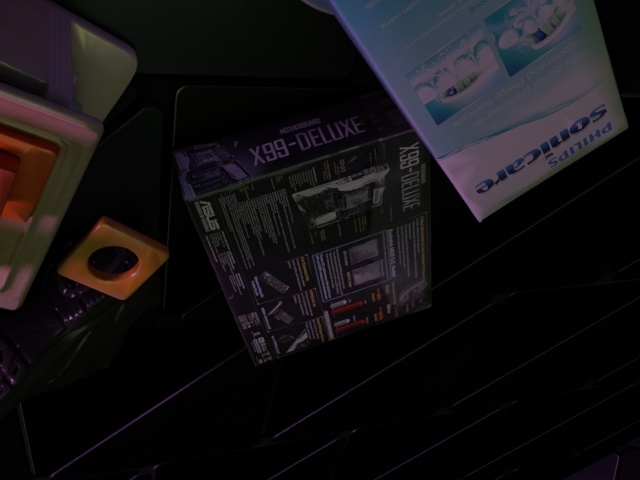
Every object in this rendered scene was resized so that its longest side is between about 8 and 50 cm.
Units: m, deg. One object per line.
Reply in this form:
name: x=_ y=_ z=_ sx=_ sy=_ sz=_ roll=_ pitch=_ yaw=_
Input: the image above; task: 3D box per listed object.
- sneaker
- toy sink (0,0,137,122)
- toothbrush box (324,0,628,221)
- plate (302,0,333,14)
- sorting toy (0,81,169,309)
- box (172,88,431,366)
sneaker: x=-0.276 y=0.113 z=0.646 sx=0.286 sy=0.109 sz=0.130 roll=-38 pitch=149 yaw=-13
toy sink: x=-0.262 y=-0.103 z=0.450 sx=0.234 sy=0.131 sz=0.153 roll=24 pitch=121 yaw=-40
toothbrush box: x=0.059 y=-0.186 z=0.406 sx=0.126 sy=0.216 sz=0.295 roll=-34 pitch=138 yaw=14
plate: x=0.040 y=-0.267 z=0.492 sx=0.188 sy=0.024 sz=0.188 roll=-12 pitch=136 yaw=-11
sorting toy: x=-0.257 y=-0.027 z=0.399 sx=0.348 sy=0.047 sz=0.196 roll=19 pitch=124 yaw=-31
box: x=0.000 y=0.000 z=0.713 sx=0.243 sy=0.076 sz=0.307 roll=-19 pitch=138 yaw=-5
